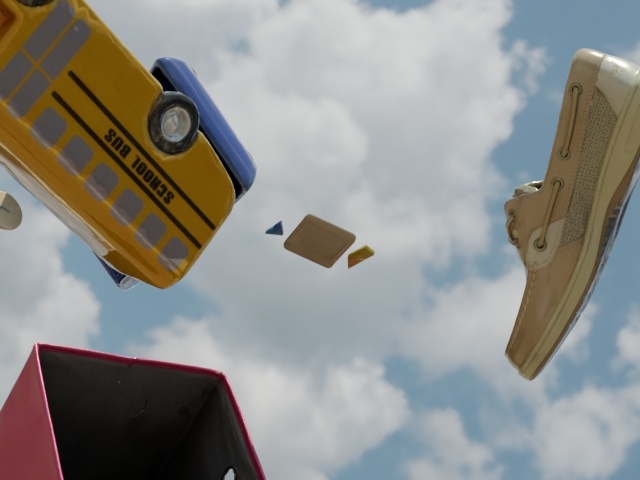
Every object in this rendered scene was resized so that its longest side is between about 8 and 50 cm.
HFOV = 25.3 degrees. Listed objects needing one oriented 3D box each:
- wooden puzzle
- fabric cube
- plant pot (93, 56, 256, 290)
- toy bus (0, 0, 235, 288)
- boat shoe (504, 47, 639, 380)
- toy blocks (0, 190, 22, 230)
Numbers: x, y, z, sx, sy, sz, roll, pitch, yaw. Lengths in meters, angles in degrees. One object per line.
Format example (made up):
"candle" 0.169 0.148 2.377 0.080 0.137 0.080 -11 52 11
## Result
"wooden puzzle" 0.000 0.000 1.690 0.116 0.014 0.078 29 -41 -18
"fabric cube" -0.240 0.308 1.625 0.258 0.259 0.254 -58 -143 29
"plant pot" -0.223 -0.092 1.843 0.236 0.212 0.236 56 -17 -1
"toy bus" -0.204 -0.110 1.117 0.108 0.130 0.332 21 -20 45
"boat shoe" 0.217 -0.021 1.277 0.098 0.109 0.302 23 -71 14
"toy blocks" -0.449 -0.035 1.756 0.148 0.054 0.123 -32 -91 35
